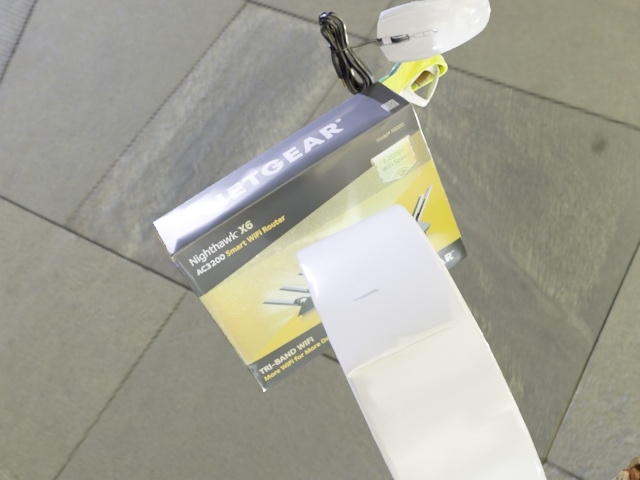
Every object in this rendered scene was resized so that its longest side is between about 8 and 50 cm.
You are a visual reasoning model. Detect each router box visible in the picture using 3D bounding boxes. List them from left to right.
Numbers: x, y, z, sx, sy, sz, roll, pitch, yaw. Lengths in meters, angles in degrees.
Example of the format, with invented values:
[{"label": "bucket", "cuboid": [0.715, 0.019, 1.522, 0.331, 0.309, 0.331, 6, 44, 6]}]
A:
[{"label": "router box", "cuboid": [0.000, 0.000, 0.955, 0.308, 0.243, 0.081, -33, 38, -6]}]

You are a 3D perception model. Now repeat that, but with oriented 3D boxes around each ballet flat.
[{"label": "ballet flat", "cuboid": [0.112, -0.207, 1.164, 0.077, 0.077, 0.231, 38, 56, 3]}]

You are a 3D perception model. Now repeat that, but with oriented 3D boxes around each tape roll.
[{"label": "tape roll", "cuboid": [0.082, 0.115, 0.687, 0.100, 0.286, 0.286, -25, 59, 1]}]

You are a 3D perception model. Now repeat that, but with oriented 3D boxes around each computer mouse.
[{"label": "computer mouse", "cuboid": [0.102, -0.237, 0.927, 0.192, 0.106, 0.042, -19, 28, 5]}]

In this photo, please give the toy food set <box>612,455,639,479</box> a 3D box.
[{"label": "toy food set", "cuboid": [0.290, 0.272, 0.785, 0.038, 0.192, 0.132, 12, 66, 9]}]
